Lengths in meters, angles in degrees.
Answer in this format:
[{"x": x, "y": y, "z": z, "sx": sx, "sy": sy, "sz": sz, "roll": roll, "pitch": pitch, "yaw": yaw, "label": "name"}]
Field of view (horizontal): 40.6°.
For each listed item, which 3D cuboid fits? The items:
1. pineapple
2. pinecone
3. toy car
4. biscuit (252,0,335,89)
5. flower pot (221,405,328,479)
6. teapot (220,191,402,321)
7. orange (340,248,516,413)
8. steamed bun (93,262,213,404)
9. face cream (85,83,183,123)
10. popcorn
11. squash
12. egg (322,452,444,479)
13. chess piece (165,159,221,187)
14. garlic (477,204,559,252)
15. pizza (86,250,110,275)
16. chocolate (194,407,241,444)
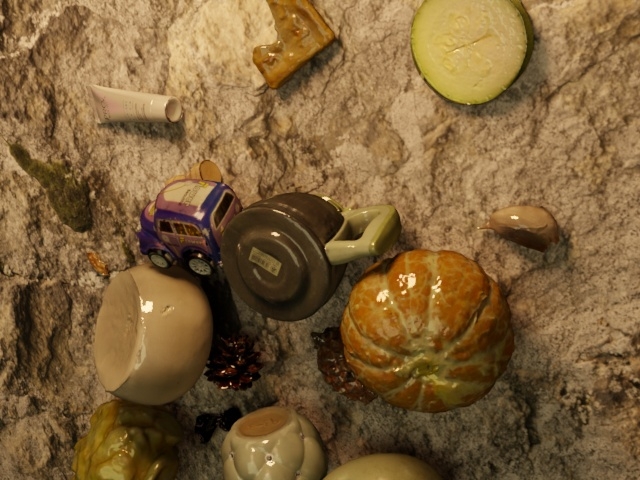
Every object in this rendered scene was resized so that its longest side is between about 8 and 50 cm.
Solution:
[{"x": 0.061, "y": 0.245, "z": 1.797, "sx": 0.193, "sy": 0.166, "sz": 0.166, "roll": 31, "pitch": 122, "yaw": 7, "label": "pineapple"}, {"x": -0.194, "y": 0.273, "z": 1.957, "sx": 0.140, "sy": 0.140, "sz": 0.120, "roll": 14, "pitch": 107, "yaw": 21, "label": "pinecone"}, {"x": -0.275, "y": -0.043, "z": 1.802, "sx": 0.235, "sy": 0.172, "sz": 0.158, "roll": 5, "pitch": 138, "yaw": 23, "label": "toy car"}, {"x": -0.077, "y": -0.400, "z": 1.655, "sx": 0.183, "sy": 0.039, "sz": 0.174, "roll": -39, "pitch": 92, "yaw": 33, "label": "biscuit"}, {"x": -0.105, "y": 0.492, "z": 1.947, "sx": 0.246, "sy": 0.246, "sz": 0.195, "roll": -4, "pitch": 111, "yaw": 28, "label": "flower pot"}, {"x": -0.018, "y": -0.015, "z": 1.678, "sx": 0.239, "sy": 0.239, "sz": 0.321, "roll": 48, "pitch": 128, "yaw": 0, "label": "teapot"}, {"x": 0.200, "y": 0.168, "z": 1.628, "sx": 0.329, "sy": 0.249, "sz": 0.329, "roll": 5, "pitch": 114, "yaw": 11, "label": "orange"}, {"x": -0.361, "y": 0.208, "z": 1.929, "sx": 0.324, "sy": 0.206, "sz": 0.324, "roll": -21, "pitch": 64, "yaw": 52, "label": "steamed bun"}, {"x": -0.406, "y": -0.290, "z": 1.863, "sx": 0.244, "sy": 0.058, "sz": 0.092, "roll": 8, "pitch": 120, "yaw": 30, "label": "face cream"}, {"x": -0.495, "y": 0.554, "z": 2.141, "sx": 0.294, "sy": 0.292, "sz": 0.334, "roll": 28, "pitch": 117, "yaw": 19, "label": "popcorn"}, {"x": 0.260, "y": -0.347, "z": 1.515, "sx": 0.219, "sy": 0.041, "sz": 0.219, "roll": 14, "pitch": 120, "yaw": 25, "label": "squash"}, {"x": 0.135, "y": 0.564, "z": 1.859, "sx": 0.296, "sy": 0.218, "sz": 0.218, "roll": 8, "pitch": 116, "yaw": 11, "label": "egg"}, {"x": -0.279, "y": -0.129, "z": 1.863, "sx": 0.122, "sy": 0.066, "sz": 0.066, "roll": -15, "pitch": 104, "yaw": 35, "label": "chess piece"}, {"x": 0.364, "y": -0.026, "z": 1.582, "sx": 0.152, "sy": 0.066, "sz": 0.084, "roll": 19, "pitch": 121, "yaw": 16, "label": "garlic"}, {"x": -0.539, "y": 0.056, "z": 2.103, "sx": 0.083, "sy": 0.016, "sz": 0.037, "roll": 46, "pitch": 125, "yaw": 6, "label": "pizza"}, {"x": -0.260, "y": 0.451, "z": 2.111, "sx": 0.147, "sy": 0.070, "sz": 0.072, "roll": -26, "pitch": 71, "yaw": 32, "label": "chocolate"}]
